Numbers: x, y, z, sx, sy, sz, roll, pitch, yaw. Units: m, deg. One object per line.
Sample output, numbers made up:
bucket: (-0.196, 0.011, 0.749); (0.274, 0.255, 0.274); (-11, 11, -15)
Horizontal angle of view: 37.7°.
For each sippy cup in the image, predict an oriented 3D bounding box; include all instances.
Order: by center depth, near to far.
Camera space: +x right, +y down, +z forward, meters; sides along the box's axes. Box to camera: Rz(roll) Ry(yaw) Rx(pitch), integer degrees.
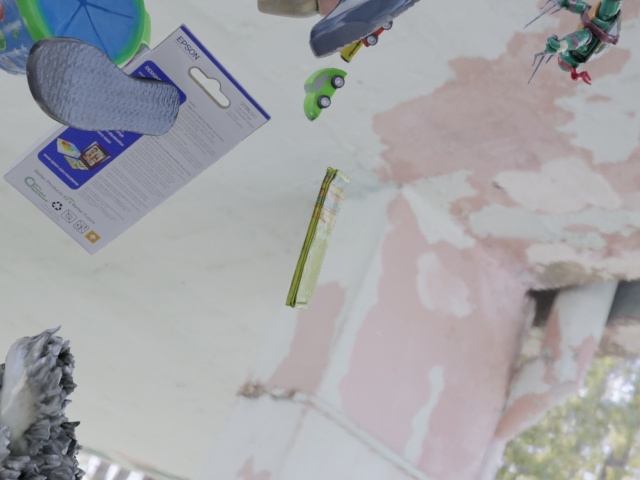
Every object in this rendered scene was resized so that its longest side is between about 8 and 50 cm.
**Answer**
sippy cup: (-0.451, -0.374, 1.562); (0.224, 0.240, 0.305); (-7, -49, 39)

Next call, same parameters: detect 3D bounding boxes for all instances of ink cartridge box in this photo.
ink cartridge box: (-0.258, -0.140, 1.320); (0.371, 0.069, 0.176); (-33, -64, 25)

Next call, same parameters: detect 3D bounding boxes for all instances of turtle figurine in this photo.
turtle figurine: (0.403, -0.336, 1.422); (0.118, 0.175, 0.234); (26, -56, -12)

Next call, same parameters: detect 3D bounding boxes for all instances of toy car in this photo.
toy car: (0.032, -0.298, 1.540); (0.053, 0.225, 0.239); (36, -9, -12)

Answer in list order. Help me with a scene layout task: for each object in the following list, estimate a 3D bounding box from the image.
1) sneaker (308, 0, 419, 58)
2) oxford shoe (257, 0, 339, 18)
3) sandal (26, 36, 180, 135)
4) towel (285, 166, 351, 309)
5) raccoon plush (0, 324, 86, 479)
sneaker: (0.089, -0.360, 1.186); (0.131, 0.319, 0.112); (53, -12, -15)
oxford shoe: (-0.041, -0.508, 1.525); (0.146, 0.397, 0.140); (-5, -43, 4)
sandal: (-0.266, -0.175, 1.127); (0.054, 0.097, 0.254); (21, 2, 26)
towel: (0.000, 0.000, 1.550); (0.021, 0.237, 0.102); (17, -1, 21)
raccoon plush: (-0.146, 0.270, 0.508); (0.446, 0.299, 0.216); (48, -38, -5)
